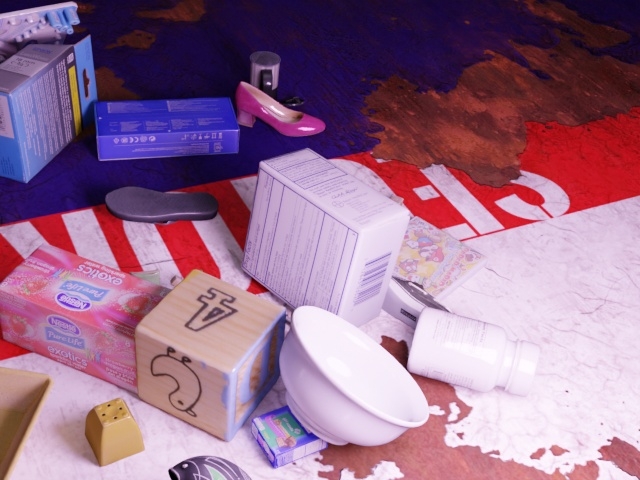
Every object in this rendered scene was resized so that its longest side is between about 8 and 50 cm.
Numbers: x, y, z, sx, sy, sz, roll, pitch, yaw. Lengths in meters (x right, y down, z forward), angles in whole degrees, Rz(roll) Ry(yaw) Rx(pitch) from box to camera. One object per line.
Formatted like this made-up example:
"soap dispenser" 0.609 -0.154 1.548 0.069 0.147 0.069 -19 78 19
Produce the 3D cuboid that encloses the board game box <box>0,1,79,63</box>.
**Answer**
"board game box" -0.808 -0.438 2.156 0.390 0.390 0.050 -21 85 -30

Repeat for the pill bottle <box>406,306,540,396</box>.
"pill bottle" 0.289 0.215 1.667 0.229 0.131 0.131 15 40 9

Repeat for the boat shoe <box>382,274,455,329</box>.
"boat shoe" 0.183 0.123 1.814 0.219 0.078 0.070 37 50 21

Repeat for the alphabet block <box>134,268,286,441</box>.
"alphabet block" -0.194 0.200 1.570 0.197 0.192 0.193 21 39 18

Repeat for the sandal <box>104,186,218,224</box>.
"sandal" -0.358 -0.066 1.991 0.254 0.054 0.097 3 45 -20

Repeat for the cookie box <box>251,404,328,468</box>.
"cookie box" -0.054 0.336 1.540 0.107 0.040 0.092 -16 44 -27

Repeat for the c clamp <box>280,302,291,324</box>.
"c clamp" -0.052 0.181 1.745 0.137 0.022 0.160 -29 50 -36

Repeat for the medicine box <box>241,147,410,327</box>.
"medicine box" 0.000 0.000 1.772 0.289 0.263 0.149 35 38 31

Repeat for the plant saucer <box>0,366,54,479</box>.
"plant saucer" -0.639 0.339 1.420 0.333 0.081 0.333 8 40 2

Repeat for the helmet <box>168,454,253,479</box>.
"helmet" -0.168 0.412 1.337 0.169 0.169 0.161 16 56 11

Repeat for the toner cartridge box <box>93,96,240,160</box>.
"toner cartridge box" -0.389 -0.285 2.226 0.348 0.075 0.165 -4 39 -14

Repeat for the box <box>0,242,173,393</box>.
"box" -0.432 0.142 1.642 0.300 0.142 0.154 19 41 15

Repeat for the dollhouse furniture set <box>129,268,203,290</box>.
"dollhouse furniture set" -0.305 0.101 1.764 0.151 0.076 0.058 -6 40 -17

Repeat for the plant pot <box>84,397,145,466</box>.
"plant pot" -0.350 0.314 1.490 0.081 0.083 0.081 -17 44 -27

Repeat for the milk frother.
"milk frother" -0.118 -0.429 2.395 0.143 0.135 0.129 -14 44 -23

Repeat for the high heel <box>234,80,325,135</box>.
"high heel" -0.104 -0.348 2.311 0.244 0.117 0.082 12 39 7

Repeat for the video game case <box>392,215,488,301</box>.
"video game case" 0.224 0.045 1.950 0.206 0.026 0.227 33 45 28

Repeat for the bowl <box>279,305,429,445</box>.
"bowl" 0.033 0.258 1.531 0.298 0.134 0.298 36 14 -10

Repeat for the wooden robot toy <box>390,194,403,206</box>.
"wooden robot toy" 0.141 -0.069 2.036 0.076 0.079 0.173 34 47 30

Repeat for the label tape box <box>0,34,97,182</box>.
"label tape box" -0.670 -0.330 2.111 0.106 0.241 0.334 14 39 12
